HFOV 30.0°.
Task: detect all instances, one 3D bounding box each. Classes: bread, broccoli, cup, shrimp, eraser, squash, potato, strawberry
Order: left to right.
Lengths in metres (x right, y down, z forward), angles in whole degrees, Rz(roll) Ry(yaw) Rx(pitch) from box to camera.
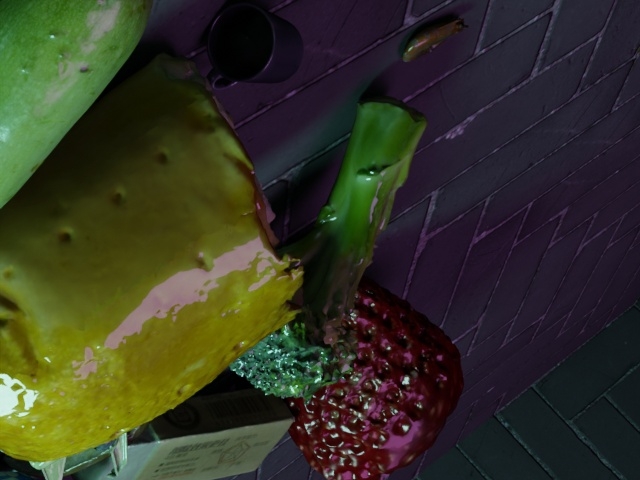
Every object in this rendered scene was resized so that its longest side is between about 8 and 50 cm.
[{"bbox_3d":[-0.267,-0.106,0.973,0.370,0.118,0.118,-47,159,21],"label":"squash"},{"bbox_3d":[-0.291,0.256,1.620,0.261,0.100,0.120,-42,158,-3],"label":"potato"},{"bbox_3d":[-0.197,0.057,1.203,0.394,0.250,0.361,-38,158,-11],"label":"bread"},{"bbox_3d":[-0.208,0.311,1.835,0.343,0.078,0.144,-1,135,-46],"label":"eraser"},{"bbox_3d":[-0.071,-0.188,1.210,0.100,0.078,0.077,-40,165,20],"label":"cup"},{"bbox_3d":[-0.003,0.026,1.532,0.397,0.274,0.353,-54,-159,41],"label":"broccoli"},{"bbox_3d":[0.072,0.207,1.944,0.317,0.295,0.345,-27,137,-4],"label":"strawberry"},{"bbox_3d":[0.143,-0.256,1.528,0.108,0.023,0.059,-27,163,-35],"label":"shrimp"}]

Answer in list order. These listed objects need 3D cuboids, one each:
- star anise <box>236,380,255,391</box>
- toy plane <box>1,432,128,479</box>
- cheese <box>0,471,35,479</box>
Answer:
[{"bbox_3d":[-0.120,0.286,2.033,0.168,0.057,0.168,-32,152,-19],"label":"star anise"},{"bbox_3d":[-0.285,0.194,1.494,0.244,0.092,0.229,-49,130,-16],"label":"toy plane"},{"bbox_3d":[-0.398,0.334,1.554,0.155,0.062,0.244,-12,162,38],"label":"cheese"}]
